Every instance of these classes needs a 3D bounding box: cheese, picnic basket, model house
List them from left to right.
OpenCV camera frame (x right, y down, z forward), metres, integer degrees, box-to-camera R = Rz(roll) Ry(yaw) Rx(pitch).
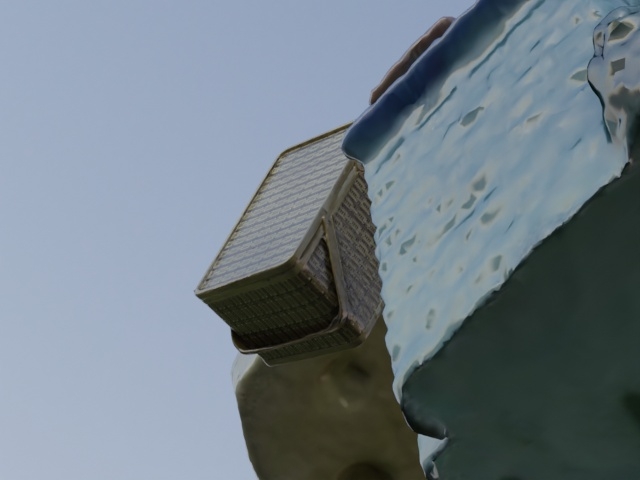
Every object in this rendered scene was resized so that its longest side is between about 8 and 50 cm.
[{"bbox_3d":[0.000,0.000,1.030,0.079,0.164,0.115,45,-38,-21],"label":"picnic basket"},{"bbox_3d":[0.091,0.127,1.275,0.326,0.115,0.318,-9,-72,4],"label":"cheese"},{"bbox_3d":[0.166,-0.032,0.762,0.294,0.329,0.252,26,-62,-26],"label":"model house"}]
